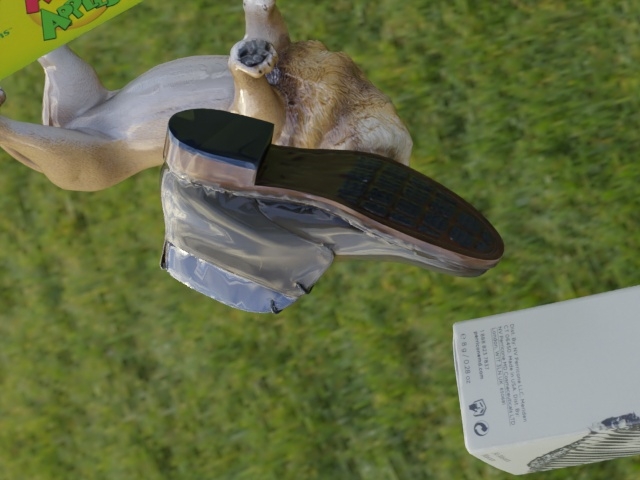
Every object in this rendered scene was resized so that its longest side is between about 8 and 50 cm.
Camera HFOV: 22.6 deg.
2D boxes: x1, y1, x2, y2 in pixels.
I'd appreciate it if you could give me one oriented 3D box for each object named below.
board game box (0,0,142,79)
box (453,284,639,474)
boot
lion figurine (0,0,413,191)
[{"bbox_3d":[-0.094,-0.125,0.586,0.092,0.181,0.043,59,177,34],"label":"board game box"},{"bbox_3d":[0.235,0.083,1.056,0.275,0.113,0.094,-13,69,23],"label":"box"},{"bbox_3d":[0.000,0.000,1.000,0.219,0.082,0.106,21,123,7],"label":"boot"},{"bbox_3d":[-0.120,-0.104,1.345,0.240,0.392,0.142,79,-168,-61],"label":"lion figurine"}]
